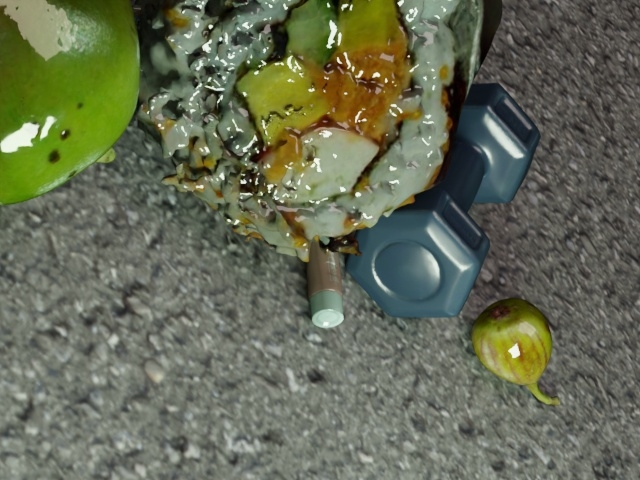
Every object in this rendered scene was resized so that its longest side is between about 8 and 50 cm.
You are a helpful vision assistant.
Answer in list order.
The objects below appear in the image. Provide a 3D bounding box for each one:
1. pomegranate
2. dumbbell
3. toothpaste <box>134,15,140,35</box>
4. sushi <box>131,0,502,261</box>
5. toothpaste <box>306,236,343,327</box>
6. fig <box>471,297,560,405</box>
[{"bbox_3d":[-0.270,-0.151,1.519,0.341,0.260,0.260,45,27,-69],"label":"pomegranate"},{"bbox_3d":[0.144,-0.052,1.978,0.144,0.156,0.316,24,40,6],"label":"dumbbell"},{"bbox_3d":[-0.168,-0.190,1.788,0.392,0.061,0.098,24,49,-35],"label":"toothpaste"},{"bbox_3d":[-0.010,-0.184,1.747,0.417,0.417,0.176,19,10,-40],"label":"sushi"},{"bbox_3d":[0.000,0.000,1.867,0.056,0.036,0.205,27,43,-35],"label":"toothpaste"},{"bbox_3d":[0.246,0.138,2.001,0.166,0.093,0.093,46,38,-17],"label":"fig"}]
